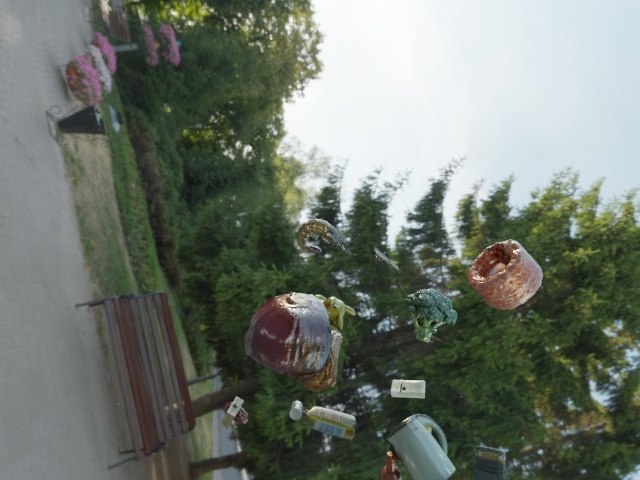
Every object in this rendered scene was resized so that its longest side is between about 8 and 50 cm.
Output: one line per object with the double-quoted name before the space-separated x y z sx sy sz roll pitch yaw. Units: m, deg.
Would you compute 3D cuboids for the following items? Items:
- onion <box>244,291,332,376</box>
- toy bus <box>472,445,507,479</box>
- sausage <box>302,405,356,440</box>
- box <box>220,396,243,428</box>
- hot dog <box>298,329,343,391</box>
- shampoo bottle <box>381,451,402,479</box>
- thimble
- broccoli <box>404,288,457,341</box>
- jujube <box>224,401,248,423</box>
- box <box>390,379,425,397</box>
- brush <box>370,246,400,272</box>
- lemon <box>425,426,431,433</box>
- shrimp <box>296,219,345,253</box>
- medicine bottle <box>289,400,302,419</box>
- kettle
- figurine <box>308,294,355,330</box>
"onion" -0.091 0.267 1.108 0.207 0.206 0.216 -137 -123 -63
"toy bus" 0.776 1.054 1.850 0.275 0.139 0.167 65 35 -46
"sausage" 0.022 0.909 2.052 0.125 0.318 0.117 151 -43 -88
"box" -0.317 0.617 1.449 0.083 0.035 0.079 -60 179 26
"hot dog" -0.001 0.432 1.530 0.114 0.175 0.259 46 31 -23
"shampoo bottle" 0.275 0.932 1.557 0.085 0.086 0.244 -147 -127 -68
"thimble" 0.681 0.124 1.500 0.162 0.239 0.239 41 -9 -14
"broccoli" 0.557 0.382 2.068 0.270 0.270 0.269 -161 -99 -72
"jujube" -0.384 0.790 1.843 0.129 0.077 0.077 18 -53 34
"box" 0.418 0.707 1.921 0.084 0.155 0.040 -57 139 -60
"brush" 0.322 0.103 1.994 0.248 0.036 0.043 34 34 -44
"lemon" 0.457 0.815 1.777 0.092 0.065 0.065 47 -19 4
"shrimp" 0.000 0.001 1.727 0.253 0.173 0.058 42 16 -40
"medicine bottle" -0.117 0.818 1.945 0.091 0.058 0.058 35 41 -88
"kettle" 0.398 0.800 1.559 0.236 0.221 0.161 53 -33 27
"figurine" 0.021 0.413 2.345 0.218 0.327 0.169 -50 138 -64
